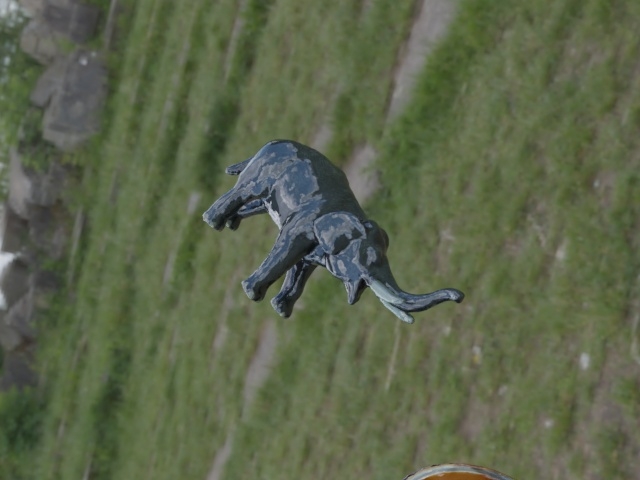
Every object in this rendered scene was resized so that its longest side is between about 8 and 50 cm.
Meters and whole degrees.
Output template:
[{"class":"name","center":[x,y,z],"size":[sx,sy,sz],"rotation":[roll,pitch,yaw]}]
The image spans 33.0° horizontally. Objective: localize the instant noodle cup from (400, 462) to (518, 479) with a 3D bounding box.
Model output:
[{"class":"instant noodle cup","center":[0.124,0.400,1.102],"size":[0.214,0.296,0.296],"rotation":[-21,-44,-54]}]

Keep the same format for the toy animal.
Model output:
[{"class":"toy animal","center":[-0.005,0.008,0.972],"size":[0.137,0.269,0.082],"rotation":[-44,-31,2]}]
